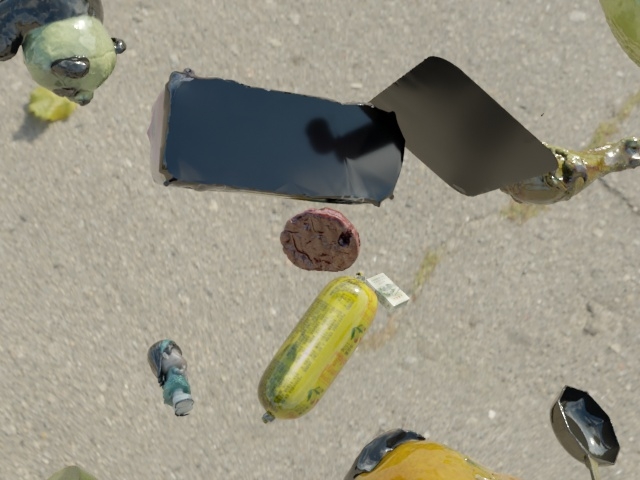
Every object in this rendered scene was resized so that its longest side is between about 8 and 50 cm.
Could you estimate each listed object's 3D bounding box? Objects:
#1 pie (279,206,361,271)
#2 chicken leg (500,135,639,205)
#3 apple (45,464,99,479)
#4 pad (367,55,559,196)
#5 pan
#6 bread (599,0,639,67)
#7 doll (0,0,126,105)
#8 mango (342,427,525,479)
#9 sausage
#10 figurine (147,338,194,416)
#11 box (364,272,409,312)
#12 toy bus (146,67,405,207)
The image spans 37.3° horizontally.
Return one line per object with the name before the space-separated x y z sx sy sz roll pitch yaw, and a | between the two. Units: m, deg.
pie | 0.000 0.000 1.727 0.154 0.153 0.038 16 42 7
chicken leg | 0.507 -0.151 2.015 0.361 0.140 0.212 -14 22 -41
apple | -0.401 0.489 1.236 0.312 0.320 0.360 43 92 24
pad | 0.196 -0.206 1.467 0.315 0.375 0.063 39 77 -9
pan | 0.381 0.301 1.418 0.128 0.048 0.202 47 31 6
bread | 0.527 -0.340 1.240 0.321 0.237 0.320 -2 84 20
doll | -0.316 -0.269 1.094 0.135 0.143 0.234 -19 81 24
mango | 0.091 0.259 0.691 0.201 0.152 0.287 -22 18 27
sausage | -0.006 0.210 1.832 0.123 0.123 0.347 33 81 14
figurine | -0.186 0.174 1.201 0.047 0.060 0.106 -24 51 -4
box | 0.136 0.107 1.957 0.054 0.024 0.083 -18 54 -45
toy bus | -0.070 -0.147 1.451 0.386 0.162 0.171 5 92 -24
